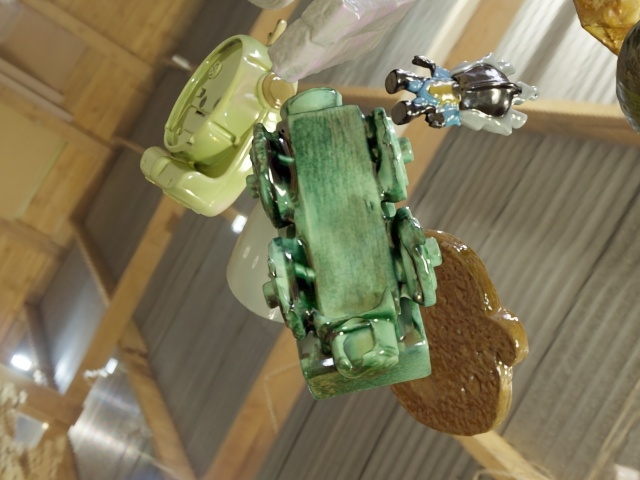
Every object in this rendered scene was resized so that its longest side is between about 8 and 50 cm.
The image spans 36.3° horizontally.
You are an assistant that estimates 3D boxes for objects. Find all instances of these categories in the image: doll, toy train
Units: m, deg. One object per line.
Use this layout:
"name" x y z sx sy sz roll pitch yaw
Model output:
"doll" 0.164 -0.158 1.064 0.070 0.195 0.096 -30 -111 61
"toy train" 0.027 0.005 0.969 0.238 0.167 0.299 71 8 -63

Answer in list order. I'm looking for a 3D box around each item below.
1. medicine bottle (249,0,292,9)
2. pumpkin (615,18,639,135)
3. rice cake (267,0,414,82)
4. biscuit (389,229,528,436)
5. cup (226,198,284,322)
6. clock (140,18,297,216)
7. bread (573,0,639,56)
"medicine bottle" 0.018 -0.535 1.589 0.395 0.242 0.242 -49 -165 -25
"pumpkin" 0.466 -0.197 1.174 0.157 0.224 0.224 -52 -163 -23
"rice cake" 0.031 -0.236 1.055 0.106 0.050 0.298 -43 180 24
"biscuit" 0.221 0.158 1.682 0.314 0.367 0.063 -4 -168 44
"cup" 0.000 0.000 1.612 0.186 0.258 0.234 -99 -153 -46
"clock" -0.127 -0.191 1.382 0.308 0.096 0.235 -57 -155 -1
"bread" 0.552 -0.395 1.709 0.132 0.294 0.167 -39 -126 29
